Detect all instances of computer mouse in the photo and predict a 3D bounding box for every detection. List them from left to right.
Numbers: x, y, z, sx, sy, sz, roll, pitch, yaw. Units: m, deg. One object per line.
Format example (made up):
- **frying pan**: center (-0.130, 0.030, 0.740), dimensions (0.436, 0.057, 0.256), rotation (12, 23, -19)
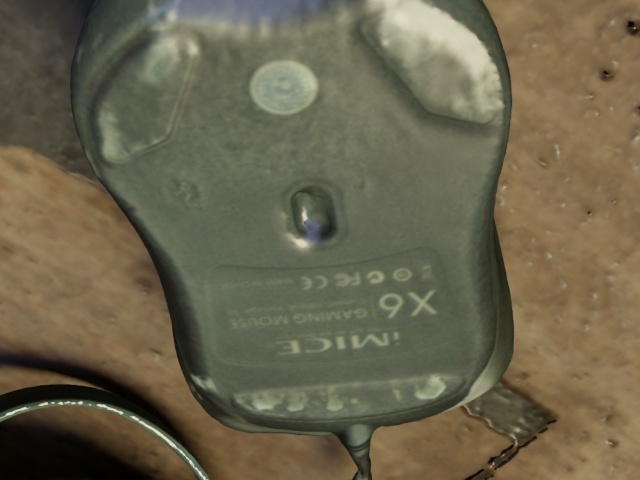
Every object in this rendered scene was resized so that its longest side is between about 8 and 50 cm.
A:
- **computer mouse**: center (0.000, 0.000, 0.655), dimensions (0.167, 0.090, 0.379), rotation (-2, 133, 4)

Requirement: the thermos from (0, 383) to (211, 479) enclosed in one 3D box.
- **thermos**: center (-0.106, 0.189, 0.776), dimensions (0.286, 0.145, 0.182), rotation (38, 89, -21)
